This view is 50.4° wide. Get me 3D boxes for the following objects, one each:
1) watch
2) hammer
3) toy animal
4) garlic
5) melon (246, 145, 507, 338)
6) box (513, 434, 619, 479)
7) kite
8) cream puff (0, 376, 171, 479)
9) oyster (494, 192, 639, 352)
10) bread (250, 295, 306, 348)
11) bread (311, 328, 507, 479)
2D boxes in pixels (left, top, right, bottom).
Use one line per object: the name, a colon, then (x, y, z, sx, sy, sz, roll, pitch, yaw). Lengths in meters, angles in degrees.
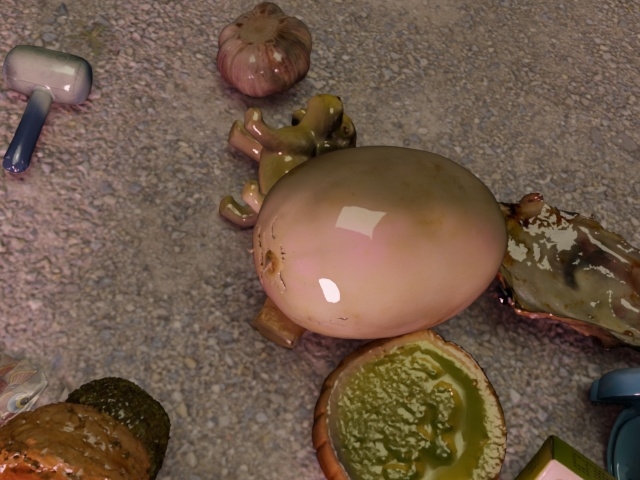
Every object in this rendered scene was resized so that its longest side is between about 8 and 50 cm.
watch: (0.416, 0.251, 0.792, 0.211, 0.211, 0.193, 8, 71, -8)
hammer: (-0.384, -0.173, 0.914, 0.116, 0.069, 0.194, 12, 64, -7)
toy animal: (-0.041, -0.107, 0.922, 0.168, 0.121, 0.233, 25, 63, -19)
garlic: (-0.082, -0.276, 1.016, 0.147, 0.102, 0.159, -18, 54, -6)
melon: (0.069, 0.001, 0.794, 0.317, 0.223, 0.223, -7, 62, -29)
box: (0.298, 0.351, 0.705, 0.260, 0.175, 0.062, 35, 19, 9)
kite: (-0.426, 0.141, 0.755, 0.229, 0.016, 0.127, 34, 57, 7)
cream puff: (-0.224, 0.222, 0.686, 0.183, 0.183, 0.169, 29, 36, 5)
oyster: (0.369, 0.056, 0.932, 0.361, 0.096, 0.221, 18, 54, -2)
bread: (-0.040, 0.090, 0.857, 0.070, 0.035, 0.083, 30, 66, 6)
bread: (0.104, 0.216, 0.796, 0.236, 0.070, 0.236, 5, 60, -8)
